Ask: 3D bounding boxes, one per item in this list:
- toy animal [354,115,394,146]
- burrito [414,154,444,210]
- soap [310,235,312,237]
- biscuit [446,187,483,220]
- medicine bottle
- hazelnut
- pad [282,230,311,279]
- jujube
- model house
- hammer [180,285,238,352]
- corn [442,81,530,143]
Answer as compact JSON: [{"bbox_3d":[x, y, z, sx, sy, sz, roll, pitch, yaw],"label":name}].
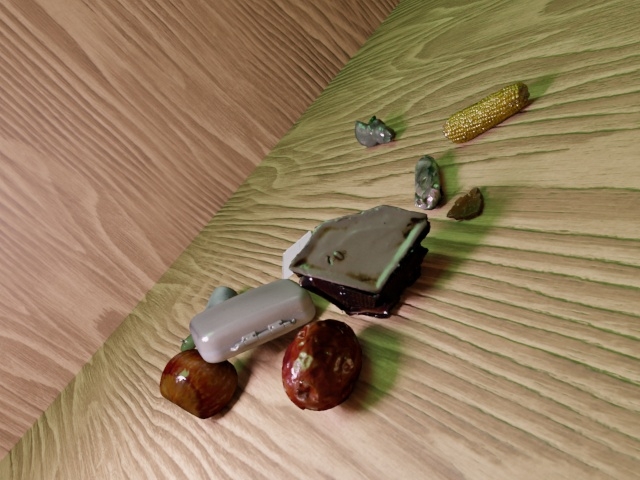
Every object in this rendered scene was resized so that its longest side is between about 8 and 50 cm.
[{"bbox_3d":[0.240,-0.431,2.569,0.108,0.138,0.236,-14,30,-34],"label":"toy animal"},{"bbox_3d":[0.335,-0.183,1.958,0.096,0.066,0.309,-39,19,24],"label":"burrito"},{"bbox_3d":[-0.001,-0.001,2.281,0.089,0.045,0.140,-41,22,3],"label":"soap"},{"bbox_3d":[0.404,-0.091,1.725,0.119,0.019,0.130,-43,21,5],"label":"biscuit"},{"bbox_3d":[-0.215,0.241,1.961,0.375,0.123,0.282,-23,15,-16],"label":"medicine bottle"},{"bbox_3d":[-0.375,0.430,1.951,0.218,0.234,0.218,-56,-14,-22],"label":"hazelnut"},{"bbox_3d":[-0.088,0.057,2.396,0.156,0.004,0.232,-41,22,15],"label":"pad"},{"bbox_3d":[0.005,0.300,1.549,0.197,0.197,0.290,-37,8,22],"label":"jujube"},{"bbox_3d":[0.120,0.051,1.705,0.317,0.297,0.282,-55,-22,-10],"label":"model house"},{"bbox_3d":[-0.449,0.332,2.450,0.335,0.119,0.206,-43,19,26],"label":"hammer"},{"bbox_3d":[0.516,-0.392,1.965,0.293,0.106,0.106,-24,30,38],"label":"corn"}]
